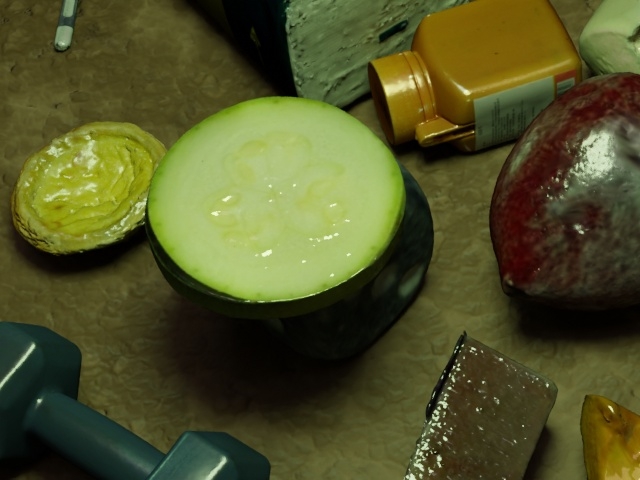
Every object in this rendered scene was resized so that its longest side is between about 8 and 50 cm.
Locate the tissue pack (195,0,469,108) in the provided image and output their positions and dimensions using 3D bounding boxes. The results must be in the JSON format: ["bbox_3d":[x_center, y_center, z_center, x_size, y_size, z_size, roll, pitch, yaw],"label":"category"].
[{"bbox_3d":[-0.041,-0.385,1.809,0.264,0.253,0.416,-32,55,-16],"label":"tissue pack"}]

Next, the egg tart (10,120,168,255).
[{"bbox_3d":[-0.258,-0.051,1.703,0.191,0.074,0.191,-4,55,6],"label":"egg tart"}]

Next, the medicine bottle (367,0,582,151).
[{"bbox_3d":[0.174,-0.188,1.722,0.222,0.112,0.149,-17,54,-5],"label":"medicine bottle"}]

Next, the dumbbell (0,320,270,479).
[{"bbox_3d":[-0.211,0.205,1.468,0.325,0.160,0.144,26,92,25],"label":"dumbbell"}]

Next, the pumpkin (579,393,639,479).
[{"bbox_3d":[0.357,0.289,1.364,0.258,0.095,0.290,3,61,13],"label":"pumpkin"}]

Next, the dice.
[{"bbox_3d":[0.000,0.000,1.567,0.181,0.183,0.182,35,64,29],"label":"dice"}]

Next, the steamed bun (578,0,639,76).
[{"bbox_3d":[0.414,-0.245,1.700,0.200,0.170,0.225,30,64,20],"label":"steamed bun"}]

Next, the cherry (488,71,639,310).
[{"bbox_3d":[0.294,-0.042,1.540,0.300,0.203,0.230,-37,98,-11],"label":"cherry"}]

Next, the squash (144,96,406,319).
[{"bbox_3d":[-0.045,-0.029,1.454,0.252,0.049,0.252,-2,54,3],"label":"squash"}]

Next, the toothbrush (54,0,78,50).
[{"bbox_3d":[-0.318,-0.359,1.965,0.024,0.026,0.288,0,55,5],"label":"toothbrush"}]

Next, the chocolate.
[{"bbox_3d":[0.128,0.247,1.420,0.112,0.112,0.321,20,58,11],"label":"chocolate"}]
